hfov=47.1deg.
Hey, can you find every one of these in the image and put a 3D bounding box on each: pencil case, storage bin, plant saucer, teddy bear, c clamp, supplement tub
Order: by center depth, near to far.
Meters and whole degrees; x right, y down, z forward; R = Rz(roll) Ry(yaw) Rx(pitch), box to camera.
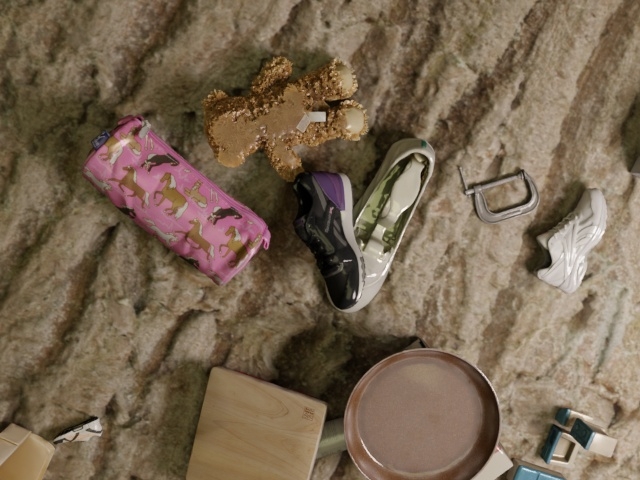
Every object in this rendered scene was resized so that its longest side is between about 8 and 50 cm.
[{"bbox_3d":[0.199,0.357,1.454,0.311,0.050,0.310,0,98,-1],"label":"plant saucer"},{"bbox_3d":[-0.283,-0.077,1.465,0.386,0.167,0.160,41,61,-8],"label":"pencil case"},{"bbox_3d":[-0.672,0.541,1.475,0.123,0.262,0.260,25,96,-4],"label":"storage bin"},{"bbox_3d":[-0.069,-0.250,1.488,0.338,0.113,0.245,-34,105,-6],"label":"teddy bear"},{"bbox_3d":[0.385,-0.106,1.563,0.161,0.022,0.137,-12,98,-1],"label":"c clamp"},{"bbox_3d":[0.025,0.426,1.593,0.107,0.071,0.071,-16,98,-1],"label":"supplement tub"}]

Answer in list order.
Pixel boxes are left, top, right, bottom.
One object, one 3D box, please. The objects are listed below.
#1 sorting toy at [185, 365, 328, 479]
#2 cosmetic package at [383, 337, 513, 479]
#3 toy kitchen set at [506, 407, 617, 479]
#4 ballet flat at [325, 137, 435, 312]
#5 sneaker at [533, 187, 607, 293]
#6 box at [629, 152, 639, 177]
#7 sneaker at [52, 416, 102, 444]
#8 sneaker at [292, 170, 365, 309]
[{"bbox_3d":[-0.125,0.416,1.543,0.257,0.089,0.255,16,96,15],"label":"sorting toy"},{"bbox_3d":[0.259,0.372,1.558,0.129,0.153,0.296,-36,99,3],"label":"cosmetic package"},{"bbox_3d":[0.514,0.472,1.577,0.122,0.166,0.207,19,96,-6],"label":"toy kitchen set"},{"bbox_3d":[0.119,-0.028,1.505,0.139,0.139,0.400,26,96,-6],"label":"ballet flat"},{"bbox_3d":[0.522,-0.008,1.553,0.115,0.090,0.232,18,96,-2],"label":"sneaker"},{"bbox_3d":[0.771,-0.147,1.498,0.181,0.182,0.119,27,94,-7],"label":"box"},{"bbox_3d":[-0.521,0.419,1.577,0.109,0.040,0.043,-21,100,0],"label":"sneaker"},{"bbox_3d":[0.000,0.000,1.447,0.124,0.107,0.283,2,71,-35],"label":"sneaker"}]
